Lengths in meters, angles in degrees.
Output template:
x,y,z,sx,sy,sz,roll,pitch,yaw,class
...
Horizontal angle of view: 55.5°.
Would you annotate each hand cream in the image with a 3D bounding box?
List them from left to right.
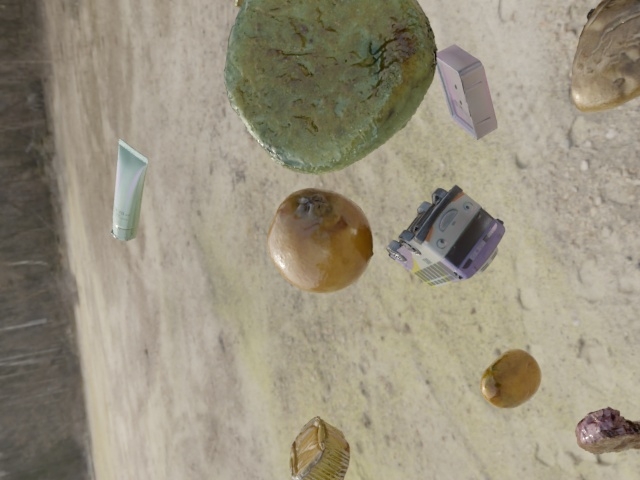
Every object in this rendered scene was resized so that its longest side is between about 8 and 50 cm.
x,y,z,sx,sy,sz,roll,pitch,yaw,class
-0.364,-0.089,1.157,0.078,0.050,0.204,36,130,21,hand cream

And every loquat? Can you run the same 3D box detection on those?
x,y,z,sx,sy,sz,roll,pitch,yaw,class
0.000,0.000,1.839,0.328,0.329,0.328,32,126,59,loquat

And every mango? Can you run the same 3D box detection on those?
x,y,z,sx,sy,sz,roll,pitch,yaw,class
0.473,0.345,1.524,0.109,0.227,0.147,14,95,45,mango

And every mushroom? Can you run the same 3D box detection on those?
x,y,z,sx,sy,sz,roll,pitch,yaw,class
0.520,-0.321,0.943,0.285,0.156,0.151,-55,26,2,mushroom

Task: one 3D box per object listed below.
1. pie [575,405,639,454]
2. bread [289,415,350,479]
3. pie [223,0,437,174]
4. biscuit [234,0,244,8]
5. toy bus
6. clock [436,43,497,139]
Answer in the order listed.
x,y,z,sx,sy,sz,roll,pitch,yaw,class
0.566,0.331,1.088,0.204,0.219,0.054,69,-170,-57,pie
0.002,0.505,1.418,0.132,0.114,0.190,-50,16,8,bread
0.002,-0.220,0.761,0.078,0.277,0.276,20,-126,-69,pie
-0.106,-0.468,1.004,0.036,0.273,0.187,16,107,18,biscuit
0.379,0.007,1.869,0.249,0.209,0.440,39,171,3,toy bus
0.352,-0.358,1.475,0.197,0.063,0.150,61,-179,-38,clock
